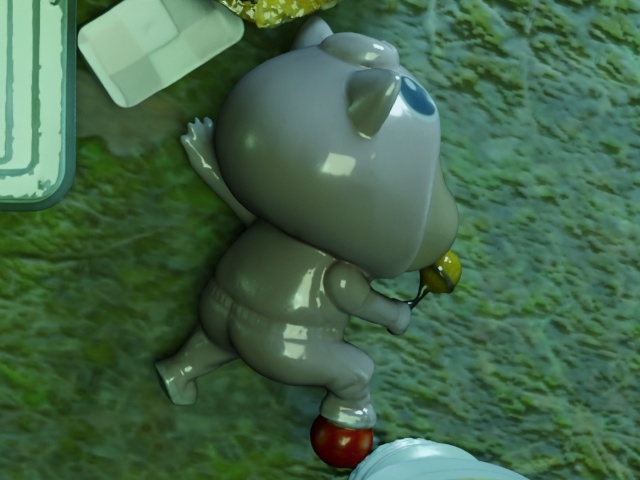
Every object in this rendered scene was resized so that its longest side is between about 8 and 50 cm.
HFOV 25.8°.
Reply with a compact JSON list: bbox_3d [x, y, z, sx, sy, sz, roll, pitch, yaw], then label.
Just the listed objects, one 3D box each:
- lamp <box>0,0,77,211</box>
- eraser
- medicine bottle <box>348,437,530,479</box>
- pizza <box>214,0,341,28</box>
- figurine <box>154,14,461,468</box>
[{"bbox_3d":[-0.287,-0.152,0.872,0.269,0.047,0.267,-1,98,-16],"label":"lamp"},{"bbox_3d":[-0.108,-0.140,0.940,0.105,0.026,0.065,-35,109,-10],"label":"eraser"},{"bbox_3d":[0.116,0.222,0.908,0.179,0.324,0.124,6,97,-20],"label":"medicine bottle"},{"bbox_3d":[-0.042,-0.235,0.909,0.296,0.071,0.189,-17,105,-27],"label":"pizza"},{"bbox_3d":[0.000,0.000,0.942,0.186,0.176,0.288,8,103,-35],"label":"figurine"}]
